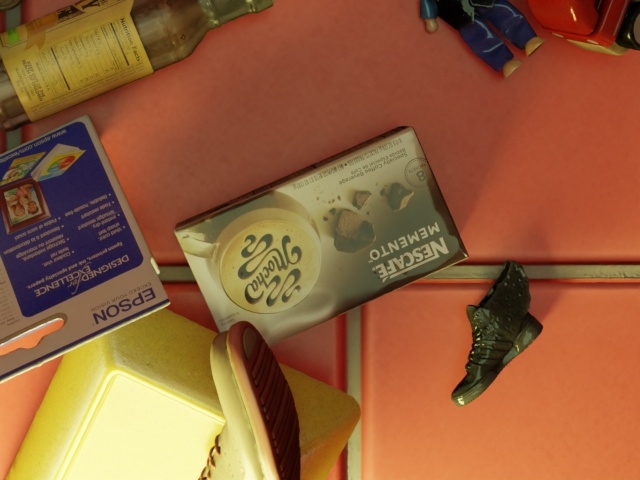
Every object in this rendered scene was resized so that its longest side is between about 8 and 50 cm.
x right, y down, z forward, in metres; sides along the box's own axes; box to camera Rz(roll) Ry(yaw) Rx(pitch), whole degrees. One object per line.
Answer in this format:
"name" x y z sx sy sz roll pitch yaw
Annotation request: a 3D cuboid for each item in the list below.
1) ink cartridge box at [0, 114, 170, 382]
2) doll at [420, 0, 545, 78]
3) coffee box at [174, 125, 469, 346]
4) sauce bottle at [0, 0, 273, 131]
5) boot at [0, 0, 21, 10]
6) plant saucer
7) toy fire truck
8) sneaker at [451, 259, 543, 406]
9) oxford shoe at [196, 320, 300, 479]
"ink cartridge box" -0.341 0.038 1.817 0.304 0.072 0.307 -25 54 -4
"doll" 0.180 -0.284 1.941 0.129 0.046 0.189 -44 89 8
"coffee box" 0.000 0.000 1.901 0.297 0.119 0.168 -23 96 -2
"sauce bottle" -0.223 -0.235 1.883 0.344 0.111 0.111 -23 94 -5
"boot" -0.441 -0.302 1.832 0.213 0.165 0.077 6 91 -6
"plant saucer" -0.169 0.261 1.862 0.333 0.081 0.332 25 112 -5
"toy fire truck" 0.303 -0.341 1.838 0.246 0.158 0.217 19 92 -39
"sneaker" 0.197 0.111 1.959 0.170 0.051 0.089 -44 95 -6
"oxford shoe" -0.084 0.251 1.743 0.130 0.123 0.348 -6 110 14
